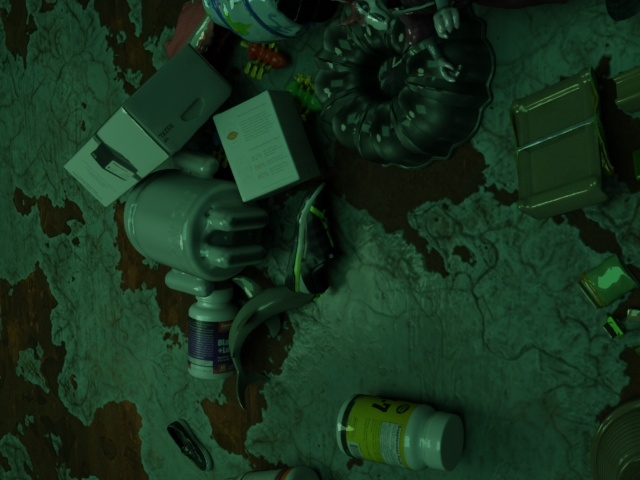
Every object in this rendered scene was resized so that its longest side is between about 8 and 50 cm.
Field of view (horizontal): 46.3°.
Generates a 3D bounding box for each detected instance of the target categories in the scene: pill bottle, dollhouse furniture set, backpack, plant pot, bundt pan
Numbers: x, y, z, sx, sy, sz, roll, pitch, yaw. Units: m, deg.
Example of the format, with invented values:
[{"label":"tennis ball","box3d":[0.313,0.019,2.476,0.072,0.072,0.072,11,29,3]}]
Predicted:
[{"label":"pill bottle","box3d":[-0.227,0.188,1.595,0.108,0.108,0.193,10,103,34]},{"label":"dollhouse furniture set","box3d":[0.455,0.101,1.134,0.076,0.058,0.151,-42,73,31]},{"label":"pill bottle","box3d":[-0.111,0.539,1.560,0.221,0.121,0.121,-18,86,36]},{"label":"backpack","box3d":[-0.084,-0.519,1.276,0.273,0.290,0.355,-19,88,34]},{"label":"plant pot","box3d":[0.510,0.354,1.105,0.237,0.110,0.237,6,101,35]},{"label":"dollhouse furniture set","box3d":[0.444,-0.147,1.102,0.301,0.151,0.197,-19,65,52]},{"label":"pill bottle","box3d":[0.144,0.348,1.354,0.208,0.119,0.119,1,98,34]},{"label":"bundt pan","box3d":[0.119,-0.280,1.272,0.331,0.124,0.330,7,102,35]}]

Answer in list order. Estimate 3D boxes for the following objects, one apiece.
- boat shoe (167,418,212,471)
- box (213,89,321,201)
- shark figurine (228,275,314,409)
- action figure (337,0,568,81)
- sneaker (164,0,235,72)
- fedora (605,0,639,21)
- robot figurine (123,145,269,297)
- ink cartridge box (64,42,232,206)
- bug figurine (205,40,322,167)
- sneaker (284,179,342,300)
[{"label":"boat shoe","box3d":[-0.307,0.480,1.737,0.142,0.040,0.049,49,121,19]},{"label":"box","box3d":[-0.098,-0.174,1.378,0.130,0.091,0.170,-20,89,28]},{"label":"shark figurine","box3d":[-0.148,0.190,1.512,0.166,0.116,0.278,28,109,2]},{"label":"action figure","box3d":[0.191,-0.382,1.040,0.370,0.248,0.275,-11,86,-6]},{"label":"sneaker","box3d":[-0.222,-0.451,1.489,0.314,0.116,0.136,-47,69,31]},{"label":"fedora","box3d":[0.514,-0.396,0.929,0.152,0.334,0.334,29,116,-5]},{"label":"robot figurine","box3d":[-0.260,-0.037,1.513,0.353,0.200,0.300,14,101,42]},{"label":"ink cartridge box","box3d":[-0.345,-0.223,1.484,0.129,0.223,0.307,46,142,-17]},{"label":"bug figurine","box3d":[-0.105,-0.254,1.464,0.216,0.072,0.279,34,110,20]},{"label":"sneaker","box3d":[0.000,0.000,1.442,0.097,0.084,0.234,14,107,7]}]
